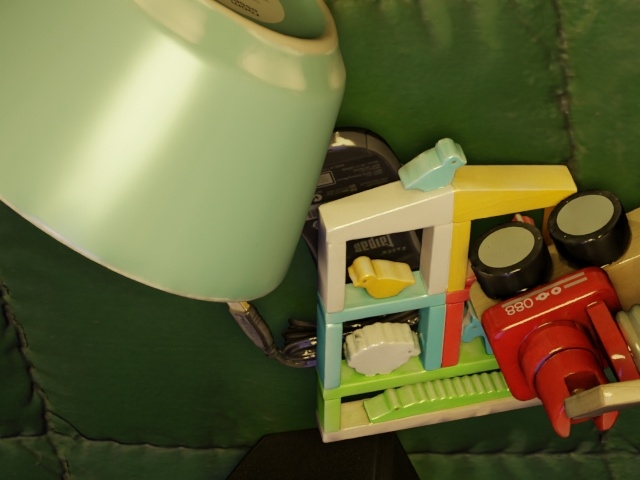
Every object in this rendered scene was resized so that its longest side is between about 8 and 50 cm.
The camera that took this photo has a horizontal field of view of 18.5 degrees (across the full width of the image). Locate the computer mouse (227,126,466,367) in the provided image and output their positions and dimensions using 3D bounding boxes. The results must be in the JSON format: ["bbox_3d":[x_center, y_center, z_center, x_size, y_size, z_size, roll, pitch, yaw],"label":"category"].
[{"bbox_3d":[0.000,0.000,1.517,0.184,0.060,0.262,-16,139,14],"label":"computer mouse"}]

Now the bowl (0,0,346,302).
[{"bbox_3d":[-0.107,-0.123,1.294,0.311,0.311,0.163,30,113,-15],"label":"bowl"}]

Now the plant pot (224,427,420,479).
[{"bbox_3d":[0.009,0.263,1.702,0.187,0.167,0.188,-10,131,23],"label":"plant pot"}]

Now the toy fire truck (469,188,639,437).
[{"bbox_3d":[0.228,0.060,1.358,0.217,0.246,0.158,-22,128,4],"label":"toy fire truck"}]

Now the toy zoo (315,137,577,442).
[{"bbox_3d":[0.092,0.038,1.500,0.192,0.030,0.293,-9,137,-10],"label":"toy zoo"}]
